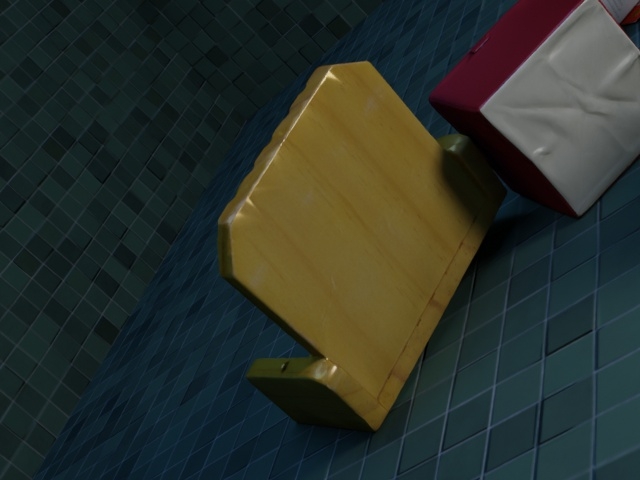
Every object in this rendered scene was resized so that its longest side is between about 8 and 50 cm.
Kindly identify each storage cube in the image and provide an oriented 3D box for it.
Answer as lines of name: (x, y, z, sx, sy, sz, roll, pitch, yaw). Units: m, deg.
storage cube: (0.275, -0.168, 1.276, 0.215, 0.183, 0.193, -46, 16, 1)

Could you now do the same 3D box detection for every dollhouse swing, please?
dollhouse swing: (0.000, 0.000, 1.293, 0.347, 0.305, 0.315, -59, 19, -19)

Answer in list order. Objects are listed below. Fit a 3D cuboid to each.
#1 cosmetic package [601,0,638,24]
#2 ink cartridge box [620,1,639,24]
cosmetic package: (0.428, -0.412, 1.545, 0.231, 0.117, 0.085, -49, 33, -4)
ink cartridge box: (0.454, -0.380, 1.608, 0.145, 0.045, 0.179, -48, 13, -6)
